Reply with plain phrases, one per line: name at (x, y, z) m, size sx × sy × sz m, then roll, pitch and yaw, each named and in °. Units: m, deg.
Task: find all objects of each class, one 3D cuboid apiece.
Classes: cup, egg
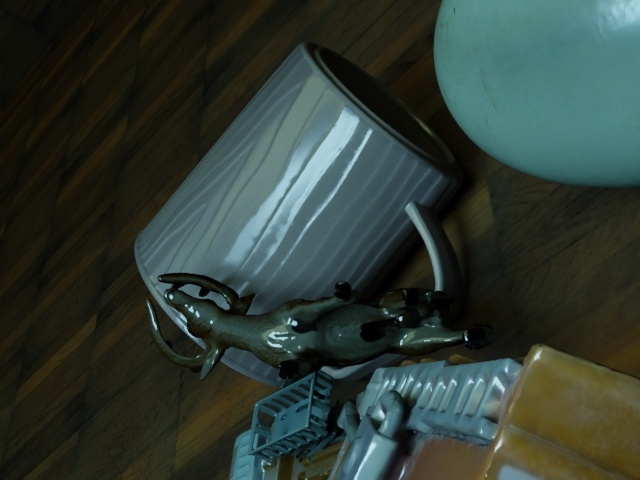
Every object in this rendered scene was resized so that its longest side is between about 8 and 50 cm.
cup at (-0.014, -0.009, 1.015) m, size 0.273 × 0.208 × 0.288 m, roll -50°, pitch 28°, yaw 16°
egg at (0.237, -0.157, 0.721) m, size 0.370 × 0.230 × 0.230 m, roll -16°, pitch 50°, yaw 46°

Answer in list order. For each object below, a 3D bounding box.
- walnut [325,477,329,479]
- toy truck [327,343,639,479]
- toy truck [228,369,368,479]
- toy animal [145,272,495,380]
walnut at (0.015, 0.274, 0.845) m, size 0.143 × 0.069 × 0.170 m, roll -39°, pitch 38°, yaw 37°
toy truck at (0.101, 0.152, 0.573) m, size 0.387 × 0.206 × 0.173 m, roll 137°, pitch 158°, yaw -78°
toy truck at (-0.017, 0.183, 0.934) m, size 0.177 × 0.115 × 0.080 m, roll -34°, pitch 38°, yaw 42°
toy animal at (-0.008, 0.072, 0.833) m, size 0.260 × 0.243 × 0.087 m, roll 159°, pitch 117°, yaw -76°
